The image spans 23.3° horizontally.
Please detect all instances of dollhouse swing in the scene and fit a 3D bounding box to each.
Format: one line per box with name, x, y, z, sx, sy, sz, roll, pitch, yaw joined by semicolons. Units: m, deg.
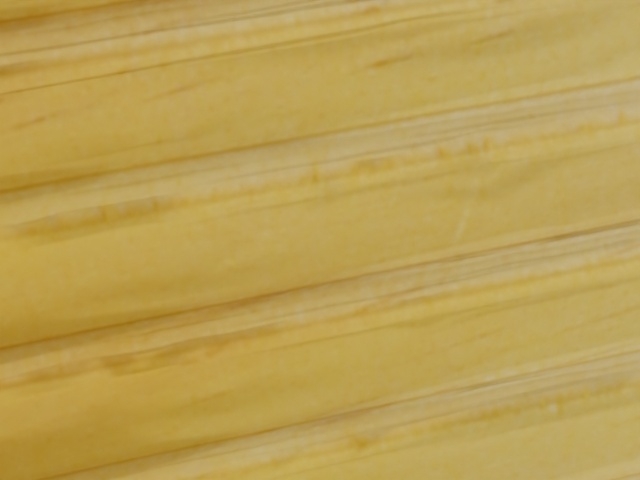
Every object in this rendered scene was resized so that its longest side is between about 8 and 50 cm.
dollhouse swing;0.019;0.016;0.273;0.304;0.315;0.347;-4;114;2
